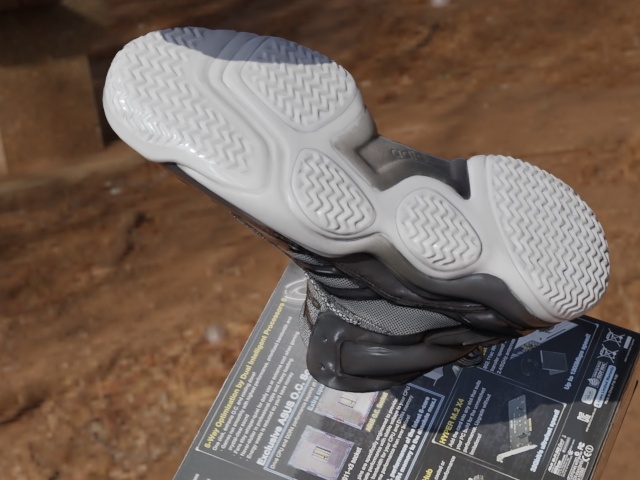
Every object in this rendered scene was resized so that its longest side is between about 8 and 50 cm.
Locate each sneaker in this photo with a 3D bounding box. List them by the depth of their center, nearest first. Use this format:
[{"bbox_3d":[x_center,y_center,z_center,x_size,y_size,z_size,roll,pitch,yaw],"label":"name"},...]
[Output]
[{"bbox_3d":[0.000,0.000,0.697,0.269,0.153,0.101,23,50,-16],"label":"sneaker"}]

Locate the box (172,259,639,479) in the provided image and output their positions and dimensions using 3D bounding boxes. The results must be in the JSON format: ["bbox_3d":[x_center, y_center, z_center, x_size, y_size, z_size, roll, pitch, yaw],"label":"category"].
[{"bbox_3d":[0.040,0.162,0.871,0.242,0.076,0.307,18,64,18],"label":"box"}]
